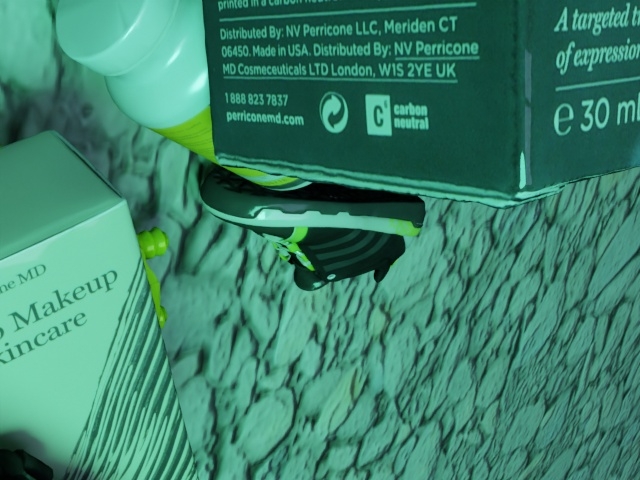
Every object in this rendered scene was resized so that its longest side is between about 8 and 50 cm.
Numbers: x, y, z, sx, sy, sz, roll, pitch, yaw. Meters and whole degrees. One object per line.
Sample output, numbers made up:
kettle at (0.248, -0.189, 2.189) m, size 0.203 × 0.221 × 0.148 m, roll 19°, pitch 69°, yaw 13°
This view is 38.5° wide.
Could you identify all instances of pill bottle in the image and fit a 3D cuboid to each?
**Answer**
pill bottle at (-0.063, -0.104, 0.553) m, size 0.184 × 0.103 × 0.103 m, roll 25°, pitch 97°, yaw -52°

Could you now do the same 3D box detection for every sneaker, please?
sneaker at (0.000, 0.000, 0.708) m, size 0.235 × 0.084 × 0.097 m, roll 5°, pitch 114°, yaw -47°

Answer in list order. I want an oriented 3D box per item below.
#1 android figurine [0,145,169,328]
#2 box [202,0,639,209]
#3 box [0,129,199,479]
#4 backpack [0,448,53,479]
android figurine at (-0.210, 0.062, 0.558) m, size 0.273 × 0.056 × 0.248 m, roll -21°, pitch 130°, yaw -35°
box at (0.107, -0.241, 0.460) m, size 0.294 × 0.212 × 0.395 m, roll -14°, pitch 107°, yaw -39°
box at (-0.148, 0.087, 0.520) m, size 0.113 × 0.094 × 0.275 m, roll -29°, pitch 134°, yaw -25°
backpack at (-0.295, 0.241, 0.385) m, size 0.356 × 0.273 × 0.290 m, roll -16°, pitch 152°, yaw 15°
